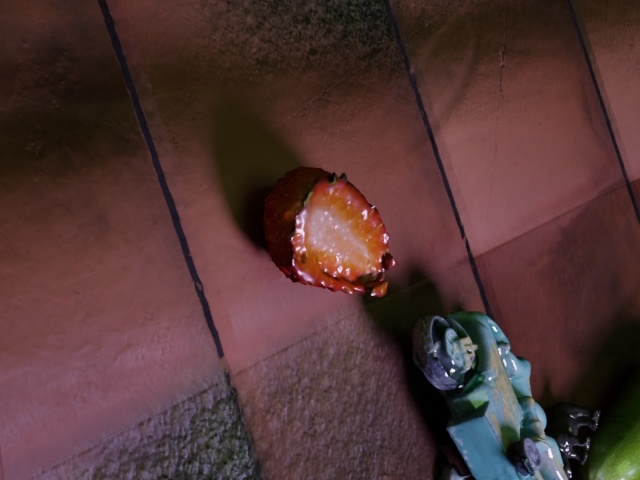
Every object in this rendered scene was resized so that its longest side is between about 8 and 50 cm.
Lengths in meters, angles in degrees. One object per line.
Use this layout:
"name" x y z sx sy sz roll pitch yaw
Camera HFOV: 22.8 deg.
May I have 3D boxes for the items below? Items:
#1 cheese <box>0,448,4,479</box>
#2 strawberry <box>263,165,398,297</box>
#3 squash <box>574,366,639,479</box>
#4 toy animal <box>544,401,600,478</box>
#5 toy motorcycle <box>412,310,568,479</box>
"cheese" -0.294 0.186 1.092 0.177 0.202 0.128 61 16 -76
"strawberry" 0.000 0.000 1.604 0.188 0.082 0.121 40 66 -51
"squash" 0.424 0.230 2.064 0.378 0.101 0.101 -35 105 -55
"toy animal" 0.292 0.244 1.910 0.136 0.065 0.047 -61 160 -48
"toy motorcycle" 0.188 0.188 1.766 0.296 0.109 0.198 61 27 -14
